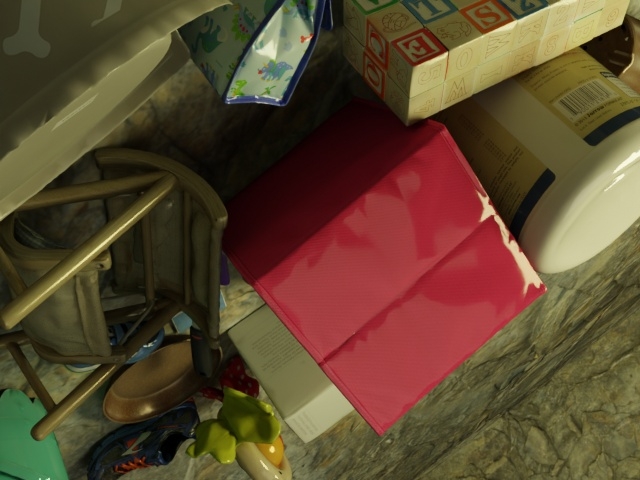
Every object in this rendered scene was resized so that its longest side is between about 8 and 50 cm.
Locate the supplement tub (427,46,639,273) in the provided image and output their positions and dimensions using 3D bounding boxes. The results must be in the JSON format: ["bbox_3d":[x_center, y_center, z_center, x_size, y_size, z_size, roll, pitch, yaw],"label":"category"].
[{"bbox_3d":[0.246,-0.140,0.998,0.228,0.316,0.228,-28,150,-18],"label":"supplement tub"}]

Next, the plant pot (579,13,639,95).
[{"bbox_3d":[0.448,-0.263,1.220,0.165,0.167,0.167,9,127,-44],"label":"plant pot"}]

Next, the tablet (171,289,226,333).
[{"bbox_3d":[-0.180,0.105,1.208,0.083,0.006,0.054,-30,150,-14],"label":"tablet"}]

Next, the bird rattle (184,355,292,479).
[{"bbox_3d":[-0.125,0.315,1.314,0.143,0.207,0.253,-36,-175,-6],"label":"bird rattle"}]

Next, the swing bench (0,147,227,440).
[{"bbox_3d":[-0.246,0.048,0.902,0.255,0.165,0.253,-27,149,-28],"label":"swing bench"}]

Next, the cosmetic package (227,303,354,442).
[{"bbox_3d":[-0.027,0.199,1.327,0.151,0.183,0.151,-34,150,-5],"label":"cosmetic package"}]

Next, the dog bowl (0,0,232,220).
[{"bbox_3d":[-0.227,-0.099,0.595,0.349,0.102,0.349,-39,-169,9],"label":"dog bowl"}]

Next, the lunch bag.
[{"bbox_3d":[-0.059,-0.220,0.745,0.096,0.129,0.151,-9,138,-43],"label":"lunch bag"}]

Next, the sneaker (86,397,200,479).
[{"bbox_3d":[-0.291,0.344,1.347,0.221,0.087,0.083,-38,150,2],"label":"sneaker"}]

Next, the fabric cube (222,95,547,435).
[{"bbox_3d":[0.055,0.018,0.975,0.258,0.254,0.259,-40,114,-6],"label":"fabric cube"}]

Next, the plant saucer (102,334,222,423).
[{"bbox_3d":[-0.246,0.205,1.249,0.199,0.036,0.198,-27,150,-17],"label":"plant saucer"}]

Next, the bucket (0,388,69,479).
[{"bbox_3d":[-0.457,0.346,1.069,0.281,0.183,0.281,-27,149,-18],"label":"bucket"}]

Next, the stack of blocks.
[{"bbox_3d":[0.172,-0.264,0.892,0.297,0.171,0.087,-27,149,-16],"label":"stack of blocks"}]

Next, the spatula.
[{"bbox_3d":[-0.167,0.101,1.128,0.030,0.084,0.296,-64,167,-45],"label":"spatula"}]

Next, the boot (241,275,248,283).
[{"bbox_3d":[0.000,0.000,1.183,0.213,0.077,0.165,-3,136,-38],"label":"boot"}]

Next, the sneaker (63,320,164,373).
[{"bbox_3d":[-0.275,0.135,1.101,0.144,0.053,0.059,-16,143,-35],"label":"sneaker"}]
